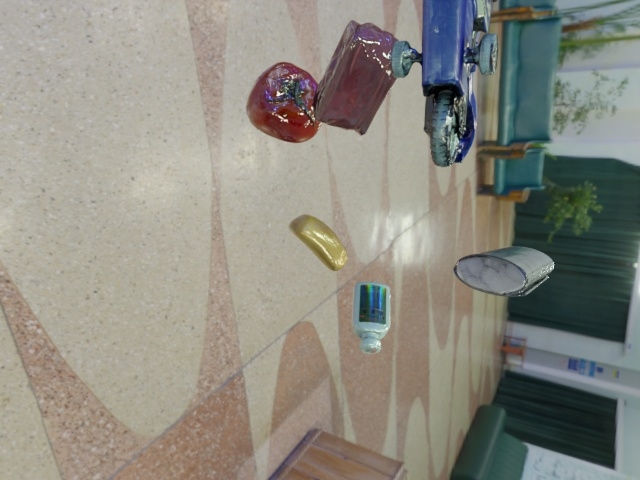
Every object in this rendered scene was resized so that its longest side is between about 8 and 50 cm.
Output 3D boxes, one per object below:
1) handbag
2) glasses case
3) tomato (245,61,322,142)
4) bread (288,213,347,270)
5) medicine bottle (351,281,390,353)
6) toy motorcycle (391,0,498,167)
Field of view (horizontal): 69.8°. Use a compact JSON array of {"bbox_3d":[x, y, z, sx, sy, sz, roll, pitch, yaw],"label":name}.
[{"bbox_3d":[0.080,-0.346,0.993,0.146,0.136,0.225,-101,-148,-48],"label":"handbag"},{"bbox_3d":[0.336,0.047,0.817,0.299,0.114,0.060,-3,106,-56],"label":"glasses case"},{"bbox_3d":[-0.088,-0.384,1.246,0.101,0.228,0.227,146,-40,-74],"label":"tomato"},{"bbox_3d":[0.000,0.000,1.448,0.098,0.147,0.217,-46,113,-7],"label":"bread"},{"bbox_3d":[0.163,0.250,1.491,0.083,0.121,0.228,100,-3,-57],"label":"medicine bottle"},{"bbox_3d":[0.165,-0.244,0.564,0.169,0.113,0.315,-43,134,-55],"label":"toy motorcycle"}]
